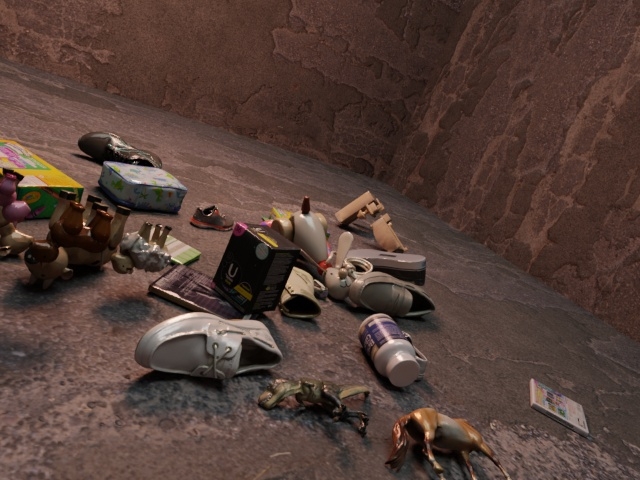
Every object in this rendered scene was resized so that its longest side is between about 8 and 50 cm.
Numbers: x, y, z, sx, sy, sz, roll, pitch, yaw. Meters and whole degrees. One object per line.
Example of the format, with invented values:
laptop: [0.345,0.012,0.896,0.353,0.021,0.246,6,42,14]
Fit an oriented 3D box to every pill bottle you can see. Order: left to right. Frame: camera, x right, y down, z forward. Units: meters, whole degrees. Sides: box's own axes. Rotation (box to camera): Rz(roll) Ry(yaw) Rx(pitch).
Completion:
pill bottle: [0.152,0.243,1.163,0.094,0.094,0.169,17,17,-23]

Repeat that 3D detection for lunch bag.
lunch bag: [-0.511,-0.157,1.514,0.176,0.090,0.219,35,19,32]

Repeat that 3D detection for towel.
towel: [-0.378,0.017,1.276,0.152,0.023,0.113,28,18,6]

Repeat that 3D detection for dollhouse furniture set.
dollhouse furniture set: [0.235,-0.002,2.190,0.356,0.173,0.303,60,13,15]

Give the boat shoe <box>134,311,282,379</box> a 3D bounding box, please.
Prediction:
boat shoe: [-0.169,0.185,0.880,0.096,0.098,0.277,35,18,37]

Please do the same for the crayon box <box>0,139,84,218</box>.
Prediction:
crayon box: [-0.710,-0.148,1.211,0.278,0.081,0.165,30,16,20]

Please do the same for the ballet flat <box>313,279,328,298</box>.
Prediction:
ballet flat: [-0.031,0.118,1.407,0.114,0.041,0.041,23,16,-2]

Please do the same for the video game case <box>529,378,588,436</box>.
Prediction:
video game case: [0.614,0.430,1.364,0.143,0.019,0.157,28,17,15]

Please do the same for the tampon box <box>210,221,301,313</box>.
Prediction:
tampon box: [-0.141,0.059,1.146,0.120,0.161,0.101,33,17,32]

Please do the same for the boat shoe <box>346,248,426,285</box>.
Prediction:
boat shoe: [0.191,0.092,1.690,0.306,0.105,0.113,4,16,25]

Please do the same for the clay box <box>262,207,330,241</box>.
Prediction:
clay box: [-0.088,-0.055,1.862,0.222,0.053,0.127,16,17,-28]

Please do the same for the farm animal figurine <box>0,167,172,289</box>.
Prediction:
farm animal figurine: [-0.488,-0.009,0.962,0.330,0.172,0.326,22,2,22]

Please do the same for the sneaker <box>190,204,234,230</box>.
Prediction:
sneaker: [-0.311,-0.071,1.568,0.061,0.065,0.158,33,18,30]

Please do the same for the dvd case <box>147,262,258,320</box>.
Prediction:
dvd case: [-0.238,0.121,1.137,0.221,0.018,0.164,23,15,0]

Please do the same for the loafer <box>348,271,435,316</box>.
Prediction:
loafer: [0.210,0.160,1.488,0.319,0.112,0.111,9,13,-43]

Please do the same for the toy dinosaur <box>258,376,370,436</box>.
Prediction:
toy dinosaur: [0.026,0.282,0.923,0.268,0.064,0.118,16,11,-38]

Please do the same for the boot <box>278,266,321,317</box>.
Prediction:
boot: [-0.102,0.109,1.270,0.213,0.077,0.165,22,17,-18]

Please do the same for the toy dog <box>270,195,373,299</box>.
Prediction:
toy dog: [0.000,0.000,1.506,0.333,0.161,0.220,35,43,23]

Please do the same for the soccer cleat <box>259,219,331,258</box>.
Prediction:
soccer cleat: [-0.078,0.003,1.650,0.248,0.083,0.095,21,20,-21]

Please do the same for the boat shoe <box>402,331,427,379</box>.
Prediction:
boat shoe: [0.195,0.252,1.251,0.066,0.063,0.184,18,17,-22]

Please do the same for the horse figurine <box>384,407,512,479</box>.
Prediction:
horse figurine: [0.223,0.361,0.936,0.263,0.066,0.174,20,22,-24]

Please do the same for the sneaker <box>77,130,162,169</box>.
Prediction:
sneaker: [-0.641,-0.275,1.697,0.267,0.101,0.106,16,20,-26]
